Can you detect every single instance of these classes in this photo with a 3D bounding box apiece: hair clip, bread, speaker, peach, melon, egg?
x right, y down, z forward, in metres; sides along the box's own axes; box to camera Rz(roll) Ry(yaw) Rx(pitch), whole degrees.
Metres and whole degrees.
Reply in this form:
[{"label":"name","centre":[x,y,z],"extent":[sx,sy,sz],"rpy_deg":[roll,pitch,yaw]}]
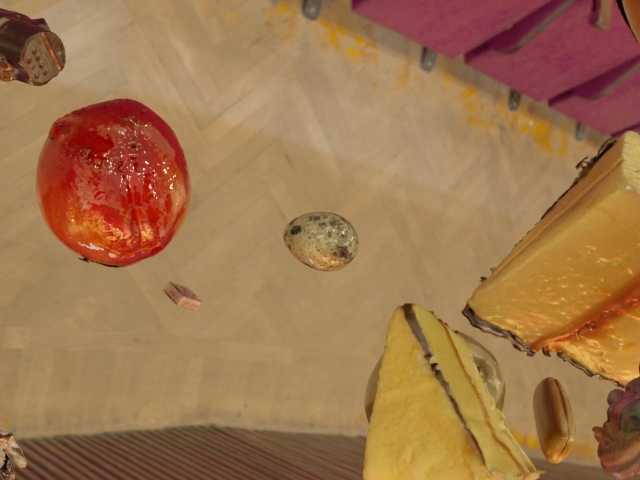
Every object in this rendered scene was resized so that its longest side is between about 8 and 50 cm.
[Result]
[{"label":"hair clip","centre":[0.312,0.176,0.618],"extent":[0.090,0.278,0.137],"rpy_deg":[30,108,-14]},{"label":"bread","centre":[0.190,0.214,0.973],"extent":[0.263,0.198,0.236],"rpy_deg":[34,57,-59]},{"label":"speaker","centre":[-0.631,-0.345,1.227],"extent":[0.259,0.329,0.198],"rpy_deg":[-33,142,-46]},{"label":"peach","centre":[-0.453,-0.129,1.597],"extent":[0.370,0.370,0.370],"rpy_deg":[-2,93,-43]},{"label":"bread","centre":[0.492,0.043,1.166],"extent":[0.345,0.405,0.242],"rpy_deg":[40,25,-6]},{"label":"melon","centre":[0.219,0.301,1.408],"extent":[0.271,0.308,0.272],"rpy_deg":[34,42,-37]},{"label":"egg","centre":[0.000,0.000,1.600],"extent":[0.132,0.172,0.132],"rpy_deg":[13,90,-86]}]

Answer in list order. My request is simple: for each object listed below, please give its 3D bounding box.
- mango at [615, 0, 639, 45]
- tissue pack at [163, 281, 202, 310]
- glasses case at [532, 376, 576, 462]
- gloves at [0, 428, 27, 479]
[{"label":"mango","centre":[0.398,-0.247,0.746],"extent":[0.136,0.166,0.236],"rpy_deg":[-40,96,-23]},{"label":"tissue pack","centre":[-0.333,0.135,1.735],"extent":[0.035,0.063,0.083],"rpy_deg":[-50,151,5]},{"label":"glasses case","centre":[0.462,0.349,1.428],"extent":[0.234,0.064,0.079],"rpy_deg":[-61,173,-69]},{"label":"gloves","centre":[-0.706,0.419,1.472],"extent":[0.212,0.111,0.128],"rpy_deg":[25,90,-23]}]
